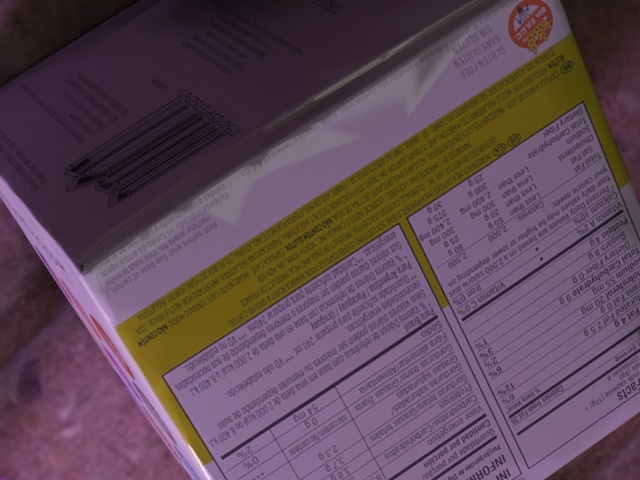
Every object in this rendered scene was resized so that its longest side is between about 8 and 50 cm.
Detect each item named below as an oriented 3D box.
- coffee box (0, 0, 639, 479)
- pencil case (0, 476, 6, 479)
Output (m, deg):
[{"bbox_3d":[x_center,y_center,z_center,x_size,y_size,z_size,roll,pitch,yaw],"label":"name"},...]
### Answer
[{"bbox_3d":[0.000,0.000,1.207,0.338,0.337,0.334,-34,120,-9],"label":"coffee box"},{"bbox_3d":[-0.343,0.295,1.297,0.124,0.124,0.284,27,96,-29],"label":"pencil case"}]
